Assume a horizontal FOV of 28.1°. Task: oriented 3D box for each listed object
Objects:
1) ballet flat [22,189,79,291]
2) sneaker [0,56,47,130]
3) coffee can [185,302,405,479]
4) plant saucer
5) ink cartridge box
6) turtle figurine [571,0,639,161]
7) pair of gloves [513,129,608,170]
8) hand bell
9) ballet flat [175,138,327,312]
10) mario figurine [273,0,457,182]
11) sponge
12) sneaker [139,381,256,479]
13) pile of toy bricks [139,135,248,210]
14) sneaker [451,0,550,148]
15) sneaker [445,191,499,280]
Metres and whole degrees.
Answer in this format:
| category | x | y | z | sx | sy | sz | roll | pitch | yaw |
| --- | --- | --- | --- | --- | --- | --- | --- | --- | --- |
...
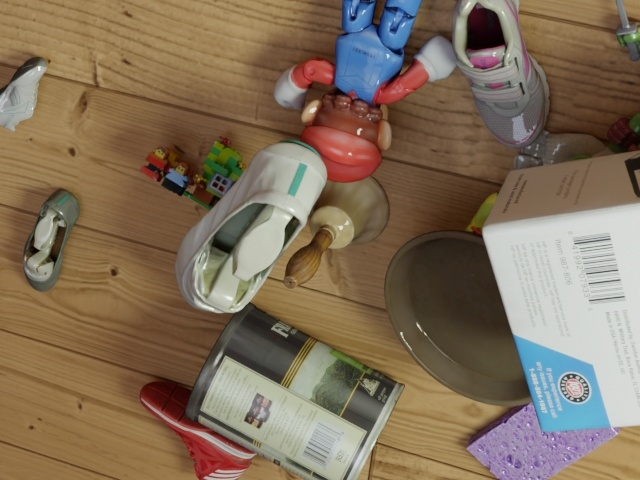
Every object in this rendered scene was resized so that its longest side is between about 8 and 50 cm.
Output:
| category | x | y | z | sx | sy | sz | roll | pitch | yaw |
| --- | --- | --- | --- | --- | --- | --- | --- | --- | --- |
| ballet flat | -0.449 | 0.010 | 2.068 | 0.072 | 0.068 | 0.213 | 30 | 123 | 5 |
| sneaker | -0.456 | -0.226 | 1.964 | 0.061 | 0.054 | 0.152 | 39 | 128 | -19 |
| coffee can | -0.038 | 0.245 | 1.945 | 0.275 | 0.201 | 0.202 | 28 | 123 | 6 |
| plant saucer | 0.213 | 0.100 | 1.723 | 0.277 | 0.041 | 0.278 | 22 | 132 | 26 |
| ink cartridge box | 0.419 | 0.047 | 1.451 | 0.394 | 0.166 | 0.286 | -8 | 115 | 25 |
| turtle figurine | 0.383 | -0.178 | 1.553 | 0.198 | 0.274 | 0.266 | 52 | 124 | 36 |
| pair of gloves | 0.344 | -0.032 | 1.742 | 0.204 | 0.042 | 0.240 | 22 | 121 | 10 |
| hand bell | 0.000 | 0.000 | 1.778 | 0.126 | 0.242 | 0.126 | 10 | 119 | 18 |
| ballet flat | -0.115 | 0.018 | 1.767 | 0.139 | 0.139 | 0.400 | 38 | 137 | 0 |
| mario figurine | 0.060 | -0.232 | 1.731 | 0.198 | 0.170 | 0.321 | 39 | 120 | 44 |
| sponge | 0.333 | 0.294 | 1.923 | 0.117 | 0.031 | 0.210 | 45 | 123 | -5 |
| sneaker | -0.219 | 0.335 | 2.136 | 0.221 | 0.087 | 0.128 | 30 | 122 | 6 |
| pile of toy bricks | -0.153 | -0.100 | 1.881 | 0.212 | 0.118 | 0.105 | 30 | 94 | 14 |
| sneaker | 0.221 | -0.228 | 1.647 | 0.102 | 0.111 | 0.252 | -11 | 112 | 26 |
| sneaker | 0.213 | 0.025 | 1.767 | 0.081 | 0.094 | 0.209 | 42 | 134 | 27 |
